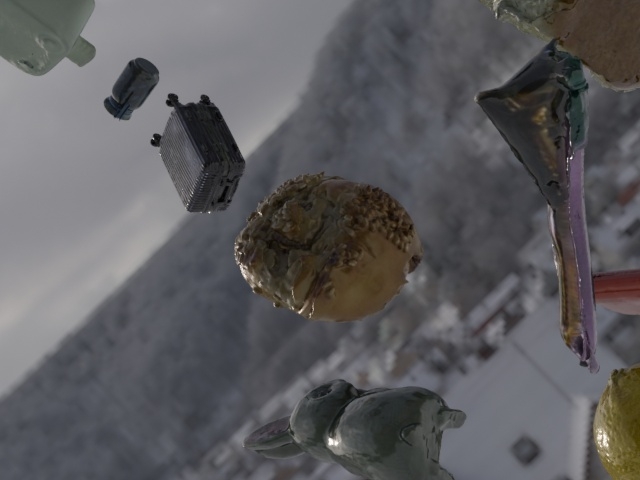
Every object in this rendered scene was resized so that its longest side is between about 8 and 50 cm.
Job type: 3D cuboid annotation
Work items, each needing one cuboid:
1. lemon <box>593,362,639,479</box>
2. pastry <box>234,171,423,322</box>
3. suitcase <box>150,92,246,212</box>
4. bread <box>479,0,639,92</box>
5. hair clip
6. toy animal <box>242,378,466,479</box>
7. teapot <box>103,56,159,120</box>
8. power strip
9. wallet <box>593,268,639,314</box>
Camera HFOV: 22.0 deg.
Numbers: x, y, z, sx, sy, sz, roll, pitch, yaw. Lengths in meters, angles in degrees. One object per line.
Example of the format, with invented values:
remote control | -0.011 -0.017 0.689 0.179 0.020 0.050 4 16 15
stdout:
lemon | 0.424 0.234 2.029 0.178 0.203 0.178 -42 6 5
pastry | 0.000 0.000 2.557 0.255 0.311 0.162 -48 -45 -27
suitcase | -0.135 -0.095 1.833 0.059 0.126 0.086 -3 -43 -30
bread | 0.320 -0.345 1.944 0.250 0.225 0.279 23 -85 -40
hair clip | 0.206 -0.026 1.427 0.095 0.110 0.358 -42 -42 -19
toy animal | 0.030 0.187 1.678 0.138 0.236 0.108 40 -114 -57
teapot | -0.250 -0.198 2.212 0.049 0.063 0.083 12 -55 -43
power strip | -0.337 -0.257 1.302 0.091 0.385 0.062 -27 33 55
wallet | 0.446 0.062 2.020 0.204 0.045 0.142 -7 -18 44
